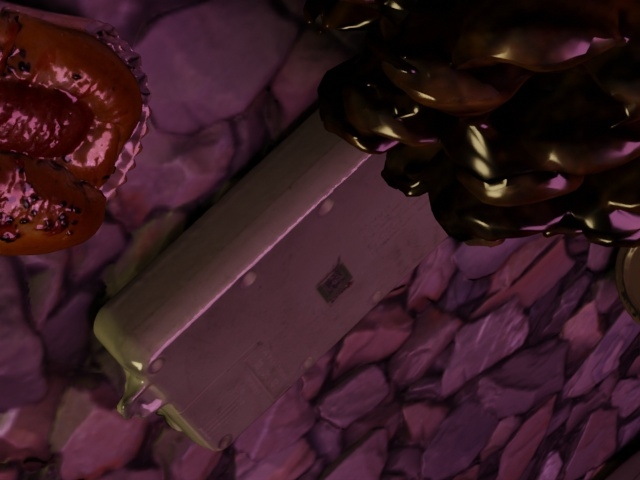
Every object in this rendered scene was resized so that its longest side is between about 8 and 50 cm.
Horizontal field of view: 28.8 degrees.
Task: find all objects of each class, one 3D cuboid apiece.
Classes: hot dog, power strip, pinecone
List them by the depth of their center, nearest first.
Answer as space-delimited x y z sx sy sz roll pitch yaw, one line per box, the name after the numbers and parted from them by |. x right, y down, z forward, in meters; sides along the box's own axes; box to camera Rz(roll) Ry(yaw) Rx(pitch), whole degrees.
-0.146 -0.046 0.462 0.191 0.059 0.108 12 108 -47 | hot dog
0.095 -0.109 0.503 0.243 0.243 0.257 -10 125 -40 | pinecone
0.000 0.000 0.654 0.270 0.046 0.118 -44 145 -10 | power strip

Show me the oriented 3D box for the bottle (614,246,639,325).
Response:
0.298 0.021 0.936 0.152 0.099 0.099 -7 126 -46 | bottle

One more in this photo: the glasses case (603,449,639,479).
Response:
0.263 0.253 1.130 0.197 0.049 0.076 -42 145 -8 | glasses case
